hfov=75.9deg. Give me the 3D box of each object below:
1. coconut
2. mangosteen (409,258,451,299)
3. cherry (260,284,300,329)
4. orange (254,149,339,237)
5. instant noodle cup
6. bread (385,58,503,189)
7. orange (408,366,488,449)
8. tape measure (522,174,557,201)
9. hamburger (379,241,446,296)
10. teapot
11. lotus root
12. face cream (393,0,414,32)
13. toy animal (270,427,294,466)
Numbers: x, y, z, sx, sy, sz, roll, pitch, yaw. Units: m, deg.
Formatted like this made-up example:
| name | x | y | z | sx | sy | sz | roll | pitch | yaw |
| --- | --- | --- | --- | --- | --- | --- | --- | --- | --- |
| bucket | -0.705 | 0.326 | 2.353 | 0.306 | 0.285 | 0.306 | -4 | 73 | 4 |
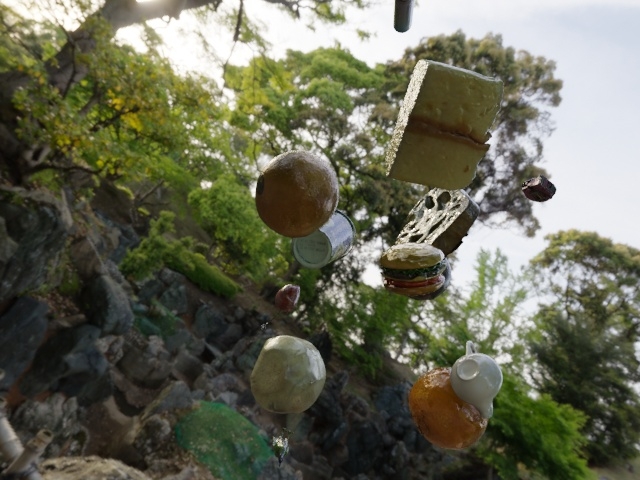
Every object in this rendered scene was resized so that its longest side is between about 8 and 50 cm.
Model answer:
| name | x | y | z | sx | sy | sz | roll | pitch | yaw |
| --- | --- | --- | --- | --- | --- | --- | --- | --- | --- |
| coconut | -0.089 | 0.369 | 1.127 | 0.224 | 0.224 | 0.224 | 37 | -12 | 9 |
| mangosteen | 0.505 | 0.155 | 2.058 | 0.311 | 0.311 | 0.311 | 37 | -12 | 9 |
| cherry | -0.155 | 0.265 | 1.603 | 0.090 | 0.225 | 0.107 | 35 | -2 | -20 |
| orange | -0.074 | -0.144 | 1.295 | 0.274 | 0.274 | 0.274 | 37 | -12 | 9 |
| instant noodle cup | 0.000 | 0.000 | 1.931 | 0.284 | 0.284 | 0.312 | 38 | 20 | 5 |
| bread | 0.250 | -0.227 | 0.844 | 0.178 | 0.240 | 0.135 | 14 | 29 | -1 |
| orange | 0.410 | 0.529 | 1.305 | 0.246 | 0.246 | 0.246 | 37 | -12 | 9 |
| tape measure | 0.941 | -0.220 | 1.773 | 0.125 | 0.074 | 0.118 | 32 | -19 | -10 |
| hamburger | 0.219 | 0.066 | 0.982 | 0.162 | 0.162 | 0.115 | 16 | -64 | 62 |
| teapot | 0.437 | 0.379 | 1.167 | 0.145 | 0.226 | 0.092 | -21 | -56 | 29 |
| lotus root | 0.468 | -0.066 | 1.643 | 0.111 | 0.390 | 0.375 | 39 | -33 | -18 |
| face cream | 0.301 | -0.845 | 1.481 | 0.075 | 0.075 | 0.229 | 37 | 2 | 9 |
| toy animal | -0.110 | 0.562 | 1.158 | 0.041 | 0.075 | 0.217 | 28 | -12 | -7 |
